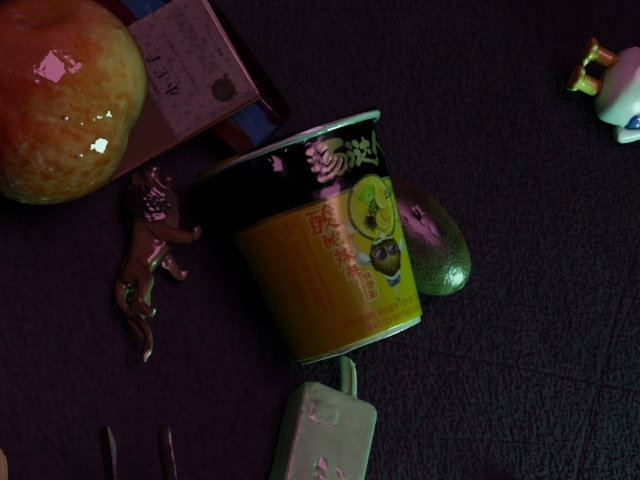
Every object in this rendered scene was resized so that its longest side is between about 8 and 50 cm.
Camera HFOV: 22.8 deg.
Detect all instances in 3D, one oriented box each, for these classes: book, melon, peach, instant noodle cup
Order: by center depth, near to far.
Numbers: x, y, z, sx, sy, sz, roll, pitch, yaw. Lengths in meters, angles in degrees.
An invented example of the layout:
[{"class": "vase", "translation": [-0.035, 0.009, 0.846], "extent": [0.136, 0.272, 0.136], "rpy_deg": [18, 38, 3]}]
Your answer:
[{"class": "peach", "translation": [-0.285, -0.150, 1.570], "extent": [0.232, 0.232, 0.233], "rpy_deg": [11, 65, -25]}, {"class": "instant noodle cup", "translation": [0.000, 0.000, 1.693], "extent": [0.215, 0.215, 0.236], "rpy_deg": [-19, 89, -34]}, {"class": "book", "translation": [-0.182, -0.164, 1.695], "extent": [0.198, 0.016, 0.138], "rpy_deg": [-30, 88, -2]}, {"class": "melon", "translation": [0.104, -0.004, 1.805], "extent": [0.162, 0.099, 0.099], "rpy_deg": [44, 56, -5]}]

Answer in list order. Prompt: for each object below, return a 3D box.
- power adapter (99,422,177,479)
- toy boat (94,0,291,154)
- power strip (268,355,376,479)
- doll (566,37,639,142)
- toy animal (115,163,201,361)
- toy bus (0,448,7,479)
[{"class": "power adapter", "translation": [-0.164, 0.275, 1.519], "extent": [0.130, 0.125, 0.205], "rpy_deg": [-3, 72, -29]}, {"class": "toy boat", "translation": [-0.180, -0.263, 1.757], "extent": [0.392, 0.079, 0.136], "rpy_deg": [50, 33, -3]}, {"class": "power strip", "translation": [-0.004, 0.247, 1.666], "extent": [0.093, 0.053, 0.288], "rpy_deg": [23, 61, -19]}, {"class": "doll", "translation": [0.457, -0.171, 2.061], "extent": [0.293, 0.119, 0.138], "rpy_deg": [24, 103, -18]}, {"class": "toy animal", "translation": [-0.170, 0.027, 1.659], "extent": [0.086, 0.069, 0.220], "rpy_deg": [4, 61, -5]}, {"class": "toy bus", "translation": [-0.375, 0.378, 1.316], "extent": [0.233, 0.203, 0.427], "rpy_deg": [9, 63, -31]}]
